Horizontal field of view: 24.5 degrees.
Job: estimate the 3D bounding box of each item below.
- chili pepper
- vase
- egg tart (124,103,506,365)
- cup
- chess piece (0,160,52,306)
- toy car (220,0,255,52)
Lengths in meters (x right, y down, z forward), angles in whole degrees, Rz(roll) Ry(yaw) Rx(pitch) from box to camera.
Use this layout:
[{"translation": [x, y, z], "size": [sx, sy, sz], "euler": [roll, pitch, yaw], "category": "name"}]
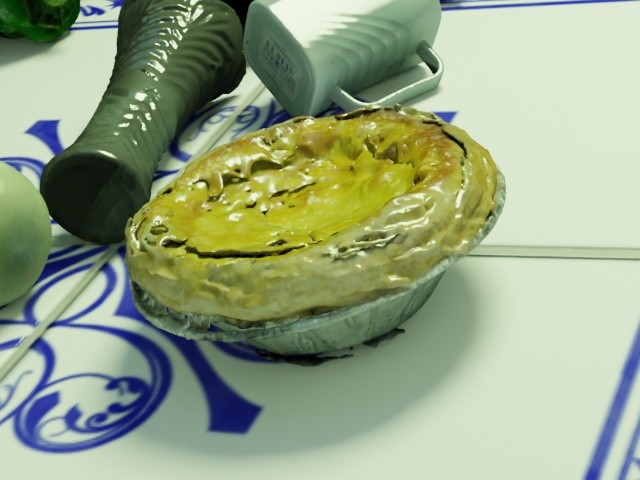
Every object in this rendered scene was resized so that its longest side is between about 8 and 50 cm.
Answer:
[{"translation": [-0.331, -0.246, 1.437], "size": [0.270, 0.136, 0.099], "euler": [5, 66, 35], "category": "chili pepper"}, {"translation": [-0.135, -0.096, 1.103], "size": [0.115, 0.115, 0.237], "euler": [-5, 32, 17], "category": "vase"}, {"translation": [0.000, 0.000, 0.875], "size": [0.234, 0.094, 0.234], "euler": [-13, 27, 7], "category": "egg tart"}, {"translation": [0.027, -0.153, 1.137], "size": [0.129, 0.095, 0.128], "euler": [-32, 72, -23], "category": "cup"}, {"translation": [-0.291, -0.023, 1.015], "size": [0.251, 0.144, 0.144], "euler": [15, 40, 33], "category": "chess piece"}, {"translation": [-0.002, -0.263, 1.285], "size": [0.235, 0.172, 0.158], "euler": [-20, 13, -5], "category": "toy car"}]
